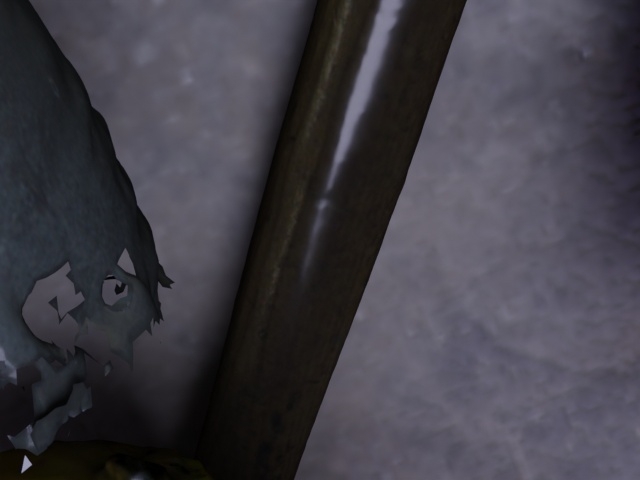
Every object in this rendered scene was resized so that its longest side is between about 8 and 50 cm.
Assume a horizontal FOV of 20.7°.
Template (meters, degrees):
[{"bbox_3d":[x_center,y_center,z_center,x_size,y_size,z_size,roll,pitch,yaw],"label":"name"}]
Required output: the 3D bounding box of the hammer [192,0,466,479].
[{"bbox_3d":[0.000,0.000,0.556,0.168,0.044,0.440,11,112,-19],"label":"hammer"}]

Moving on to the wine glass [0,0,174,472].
[{"bbox_3d":[-0.181,-0.070,0.400,0.190,0.190,0.357,-28,115,1],"label":"wine glass"}]

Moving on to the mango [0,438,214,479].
[{"bbox_3d":[-0.044,0.170,0.530,0.167,0.130,0.262,-35,124,6],"label":"mango"}]
